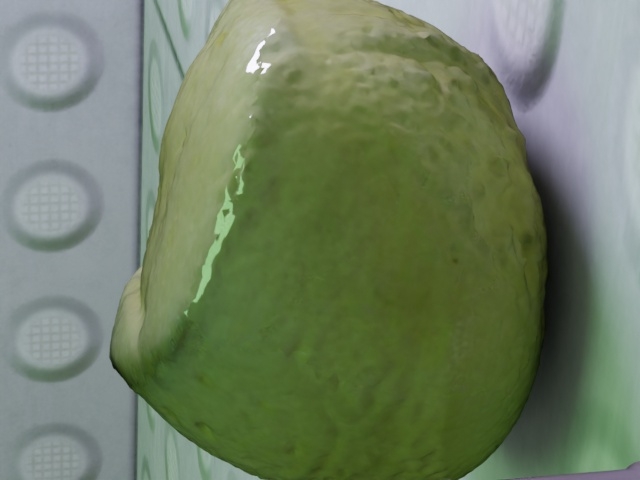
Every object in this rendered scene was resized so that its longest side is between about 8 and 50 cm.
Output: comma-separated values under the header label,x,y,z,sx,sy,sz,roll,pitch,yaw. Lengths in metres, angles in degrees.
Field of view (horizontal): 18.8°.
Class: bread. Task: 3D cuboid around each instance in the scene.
label,x,y,z,sx,sy,sz,roll,pitch,yaw
bread,0.011,0.002,1.163,0.320,0.237,0.321,-168,90,-74

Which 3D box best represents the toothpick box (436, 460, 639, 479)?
label,x,y,z,sx,sy,sz,roll,pitch,yaw
toothpick box,0.113,0.153,0.884,0.098,0.149,0.098,177,90,-78
